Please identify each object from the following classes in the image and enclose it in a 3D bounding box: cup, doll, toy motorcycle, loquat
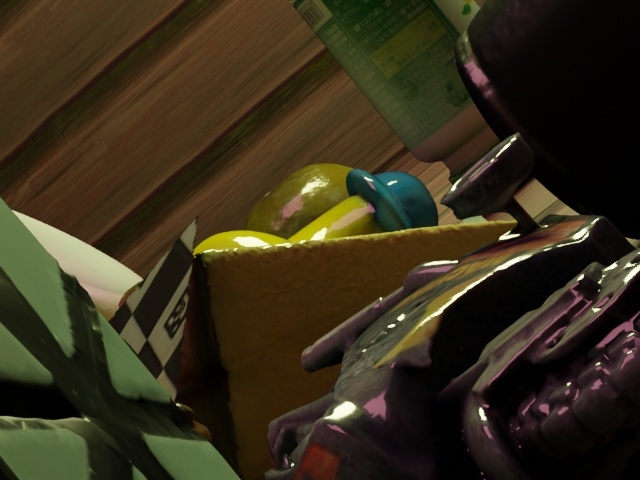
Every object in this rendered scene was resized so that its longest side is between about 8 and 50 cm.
[{"bbox_3d":[0.185,-0.096,0.885,0.176,0.169,0.223,-46,-34,17],"label":"cup"},{"bbox_3d":[-0.032,0.043,1.386,0.199,0.145,0.363,-21,11,41],"label":"doll"},{"bbox_3d":[0.048,0.058,0.587,0.173,0.108,0.307,-44,3,-4],"label":"toy motorcycle"},{"bbox_3d":[0.000,0.000,1.615,0.152,0.152,0.195,-39,11,6],"label":"loquat"}]

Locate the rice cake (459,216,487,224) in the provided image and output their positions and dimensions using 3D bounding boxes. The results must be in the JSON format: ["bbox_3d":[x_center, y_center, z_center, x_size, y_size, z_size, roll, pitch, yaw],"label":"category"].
[{"bbox_3d":[0.124,-0.006,1.329,0.022,0.021,0.121,-35,5,3],"label":"rice cake"}]

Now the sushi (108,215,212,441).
[{"bbox_3d":[-0.138,0.172,1.025,0.292,0.059,0.294,-48,23,29],"label":"sushi"}]

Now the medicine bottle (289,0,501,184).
[{"bbox_3d":[0.097,-0.163,1.538,0.133,0.274,0.133,-38,3,2],"label":"medicine bottle"}]

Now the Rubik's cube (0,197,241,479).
[{"bbox_3d":[-0.176,0.133,0.519,0.283,0.293,0.288,-42,1,3],"label":"Rubik's cube"}]

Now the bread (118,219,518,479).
[{"bbox_3d":[0.017,0.085,1.151,0.264,0.163,0.168,-6,-11,-23],"label":"bread"}]

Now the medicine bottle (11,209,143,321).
[{"bbox_3d":[-0.297,0.145,1.400,0.256,0.256,0.324,-66,1,-83],"label":"medicine bottle"}]
